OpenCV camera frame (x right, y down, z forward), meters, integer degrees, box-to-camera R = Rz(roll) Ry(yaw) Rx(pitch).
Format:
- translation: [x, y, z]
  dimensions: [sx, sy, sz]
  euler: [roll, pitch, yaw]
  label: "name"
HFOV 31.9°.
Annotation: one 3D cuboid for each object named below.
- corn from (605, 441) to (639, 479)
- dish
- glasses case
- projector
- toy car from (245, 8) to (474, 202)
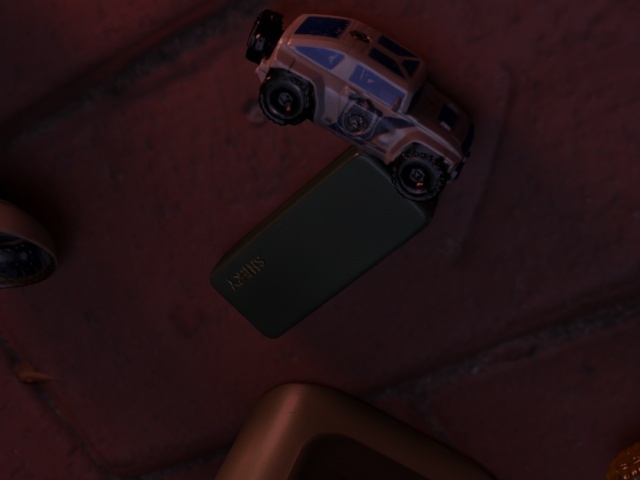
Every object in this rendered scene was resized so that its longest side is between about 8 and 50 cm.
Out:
- translation: [0.321, 0.161, 0.823]
  dimensions: [0.231, 0.080, 0.080]
  euler: [-26, 109, 28]
  label: "corn"
- translation: [-0.284, -0.020, 0.920]
  dimensions: [0.141, 0.078, 0.141]
  euler: [1, 156, 0]
  label: "dish"
- translation: [0.000, 0.000, 0.851]
  dimensions: [0.078, 0.039, 0.184]
  euler: [44, 123, -11]
  label: "glasses case"
- translation: [-0.006, 0.306, 0.913]
  dimensions: [0.248, 0.249, 0.248]
  euler: [28, 125, 1]
  label: "projector"
- translation: [0.028, -0.100, 0.758]
  dimensions: [0.171, 0.080, 0.070]
  euler: [31, 123, -1]
  label: "toy car"
